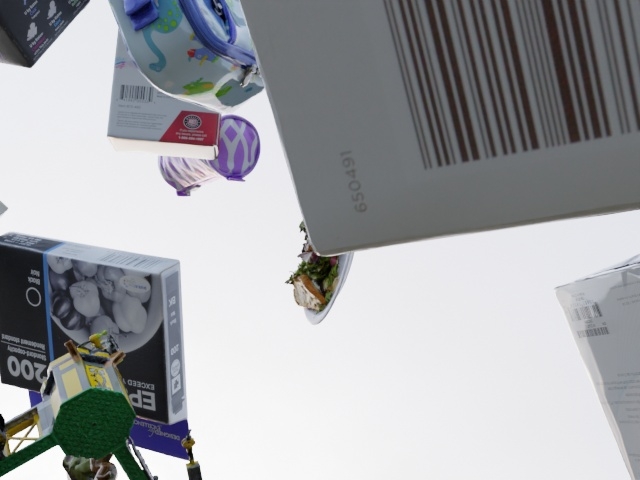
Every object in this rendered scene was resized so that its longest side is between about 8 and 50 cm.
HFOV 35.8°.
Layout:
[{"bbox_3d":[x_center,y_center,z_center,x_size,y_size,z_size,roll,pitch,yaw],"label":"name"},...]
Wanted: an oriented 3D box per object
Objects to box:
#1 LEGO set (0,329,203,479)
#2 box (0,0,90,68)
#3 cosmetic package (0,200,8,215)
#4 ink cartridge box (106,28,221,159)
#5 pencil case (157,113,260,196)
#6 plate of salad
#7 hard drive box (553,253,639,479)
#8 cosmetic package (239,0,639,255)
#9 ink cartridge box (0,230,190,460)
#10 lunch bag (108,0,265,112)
[{"bbox_3d":[-0.226,0.220,0.854,0.255,0.192,0.331,-36,-59,-5],"label":"LEGO set"},{"bbox_3d":[-0.460,-0.381,1.310,0.165,0.143,0.270,14,-31,33],"label":"box"},{"bbox_3d":[-0.559,-0.073,1.215,0.296,0.153,0.129,45,-51,-9],"label":"cosmetic package"},{"bbox_3d":[-0.177,-0.193,1.175,0.127,0.175,0.072,5,-10,-3],"label":"ink cartridge box"},{"bbox_3d":[-0.152,-0.110,1.313,0.086,0.088,0.206,9,-8,-25],"label":"pencil case"},{"bbox_3d":[0.000,0.000,1.174,0.048,0.200,0.200,12,-36,-14],"label":"plate of salad"},{"bbox_3d":[0.275,0.114,0.666,0.089,0.232,0.181,-19,-4,-17],"label":"hard drive box"},{"bbox_3d":[0.155,-0.157,0.526,0.230,0.453,0.162,-9,-73,25],"label":"cosmetic package"},{"bbox_3d":[-0.221,0.106,0.947,0.206,0.045,0.208,8,-69,26],"label":"ink cartridge box"},{"bbox_3d":[-0.121,-0.222,0.847,0.090,0.219,0.176,-30,-15,19],"label":"lunch bag"}]
